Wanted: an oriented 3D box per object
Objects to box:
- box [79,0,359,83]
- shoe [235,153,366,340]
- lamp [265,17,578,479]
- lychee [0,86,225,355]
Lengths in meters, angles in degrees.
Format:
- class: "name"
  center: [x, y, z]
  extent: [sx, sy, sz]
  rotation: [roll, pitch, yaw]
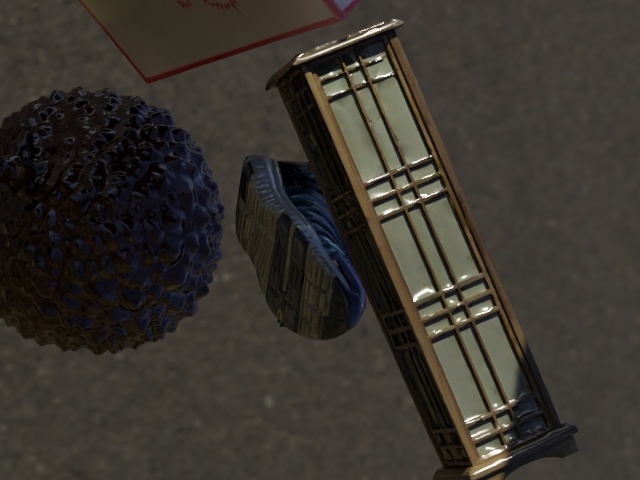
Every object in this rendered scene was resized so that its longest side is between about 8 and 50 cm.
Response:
- class: "box"
  center: [-0.079, -0.360, 1.711]
  extent: [0.312, 0.314, 0.300]
  rotation: [51, 56, -21]
- class: "shoe"
  center: [0.000, 0.000, 1.580]
  extent: [0.207, 0.106, 0.091]
  rotation: [-115, -151, -54]
- class: "lamp"
  center: [0.069, 0.014, 1.386]
  extent: [0.089, 0.090, 0.325]
  rotation: [-22, 88, -17]
- class: "lychee"
  center: [-0.220, -0.021, 1.889]
  extent: [0.300, 0.264, 0.264]
  rotation: [37, 50, -55]
